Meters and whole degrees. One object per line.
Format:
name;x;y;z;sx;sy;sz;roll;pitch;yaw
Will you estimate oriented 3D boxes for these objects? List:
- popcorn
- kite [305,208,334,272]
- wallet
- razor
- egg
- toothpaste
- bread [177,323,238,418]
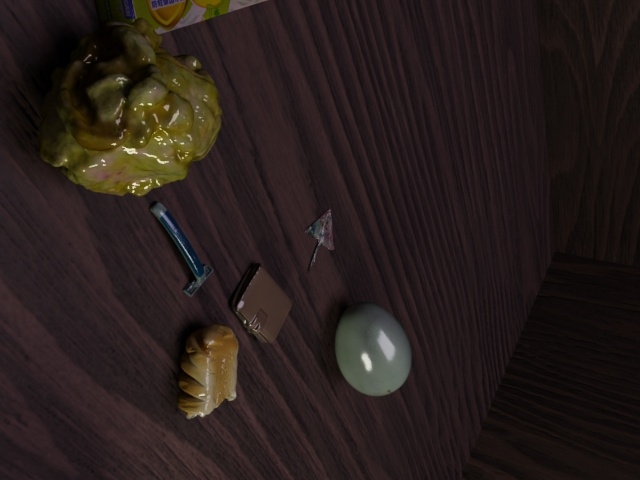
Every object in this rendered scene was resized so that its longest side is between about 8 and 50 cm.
popcorn;-0.248;-0.175;0.922;0.259;0.259;0.212;29;40;-58
kite;0.000;0.000;1.589;0.139;0.011;0.156;37;69;-54
wallet;-0.118;0.129;1.415;0.118;0.039;0.152;-62;142;-28
razor;-0.232;0.011;1.188;0.068;0.037;0.191;-54;141;-32
egg;0.126;0.263;1.716;0.183;0.183;0.264;-49;133;-38
toothpaste;-0.196;-0.394;1.067;0.327;0.077;0.110;-39;134;-46
bread;-0.202;0.235;1.270;0.119;0.084;0.177;-7;106;-59
